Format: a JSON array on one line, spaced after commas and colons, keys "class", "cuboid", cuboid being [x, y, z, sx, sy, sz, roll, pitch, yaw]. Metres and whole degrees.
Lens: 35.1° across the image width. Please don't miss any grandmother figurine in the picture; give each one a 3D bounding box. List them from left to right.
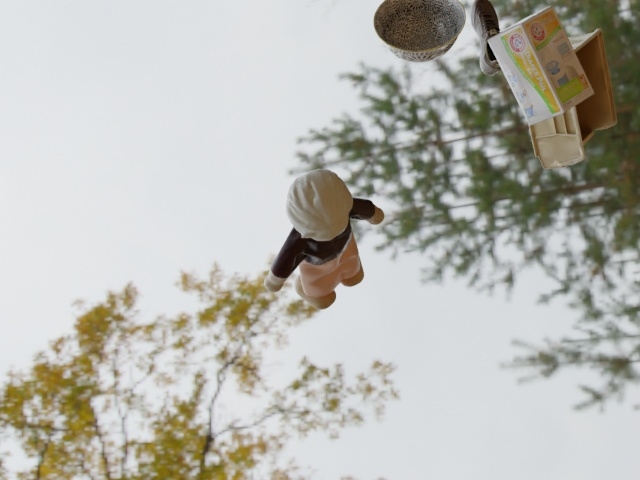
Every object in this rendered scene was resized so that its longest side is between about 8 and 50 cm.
[{"class": "grandmother figurine", "cuboid": [0.000, 0.000, 1.474, 0.208, 0.104, 0.342, -46, -17, -16]}]

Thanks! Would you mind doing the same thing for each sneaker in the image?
[{"class": "sneaker", "cuboid": [0.396, -0.479, 2.341, 0.066, 0.071, 0.188, -8, -97, -13]}]

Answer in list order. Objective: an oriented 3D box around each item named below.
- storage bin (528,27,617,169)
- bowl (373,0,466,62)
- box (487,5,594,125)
[{"class": "storage bin", "cuboid": [0.589, -0.334, 2.393, 0.262, 0.123, 0.260, -39, -61, -50]}, {"class": "bowl", "cuboid": [0.185, -0.384, 1.885, 0.080, 0.170, 0.170, 80, -158, -54]}, {"class": "box", "cuboid": [0.452, -0.358, 2.080, 0.114, 0.103, 0.203, -31, -83, -33]}]
